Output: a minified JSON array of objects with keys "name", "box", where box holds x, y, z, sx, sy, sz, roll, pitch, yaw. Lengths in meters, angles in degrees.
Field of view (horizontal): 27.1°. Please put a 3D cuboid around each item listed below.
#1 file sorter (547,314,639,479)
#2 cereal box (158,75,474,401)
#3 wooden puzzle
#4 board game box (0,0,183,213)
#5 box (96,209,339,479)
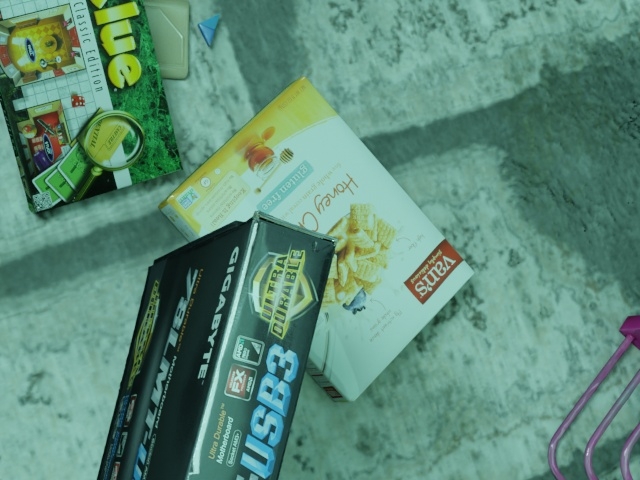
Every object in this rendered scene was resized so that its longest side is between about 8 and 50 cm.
[{"name":"file sorter","box":[0.364,0.190,1.146,0.202,0.291,0.182,41,74,-10]},{"name":"cereal box","box":[0.000,0.000,1.171,0.240,0.047,0.173,47,71,-8]},{"name":"wooden puzzle","box":[-0.150,-0.180,1.163,0.116,0.014,0.078,10,83,-18]},{"name":"board game box","box":[-0.206,-0.164,1.088,0.136,0.030,0.259,-20,109,-22]},{"name":"box","box":[-0.099,0.144,0.985,0.073,0.293,0.295,17,78,-16]}]
